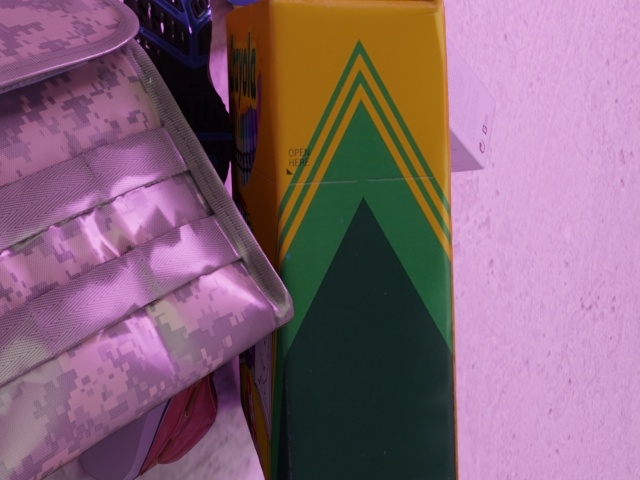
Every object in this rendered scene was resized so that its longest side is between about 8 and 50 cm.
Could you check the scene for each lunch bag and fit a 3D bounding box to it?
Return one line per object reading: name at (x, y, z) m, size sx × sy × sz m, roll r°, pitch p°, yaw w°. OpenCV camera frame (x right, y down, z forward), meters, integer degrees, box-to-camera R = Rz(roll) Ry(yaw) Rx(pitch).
lunch bag at (-0.188, -0.020, 0.692) m, size 0.235 × 0.169 × 0.287 m, roll -29°, pitch 89°, yaw -47°

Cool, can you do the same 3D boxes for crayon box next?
crayon box at (0.000, 0.000, 0.916) m, size 0.363 × 0.106 × 0.313 m, roll -136°, pitch -137°, yaw -79°

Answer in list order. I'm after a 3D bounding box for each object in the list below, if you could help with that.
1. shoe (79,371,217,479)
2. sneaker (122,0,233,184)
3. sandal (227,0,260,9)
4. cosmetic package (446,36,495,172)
shoe at (-0.101, 0.083, 0.946) m, size 0.081 × 0.063 × 0.178 m, roll -6°, pitch 123°, yaw -63°
sneaker at (-0.105, -0.088, 0.971) m, size 0.081 × 0.080 × 0.211 m, roll 126°, pitch -34°, yaw -69°
sandal at (-0.043, -0.330, 1.089) m, size 0.138 × 0.126 × 0.317 m, roll 24°, pitch 65°, yaw -51°
cosmetic package at (0.055, -0.145, 1.226) m, size 0.231 × 0.117 × 0.085 m, roll 44°, pitch 50°, yaw -49°
